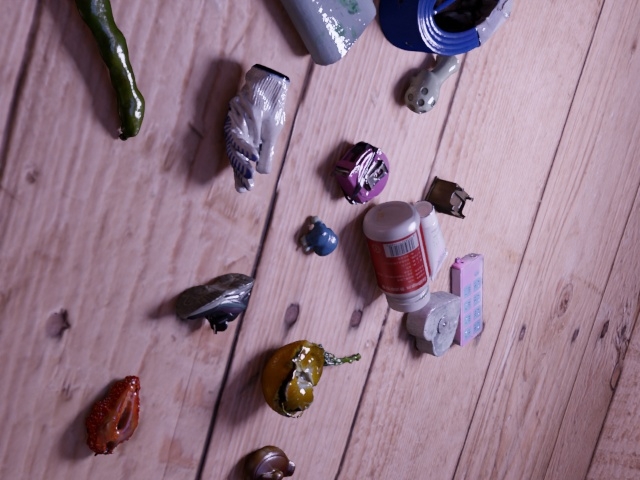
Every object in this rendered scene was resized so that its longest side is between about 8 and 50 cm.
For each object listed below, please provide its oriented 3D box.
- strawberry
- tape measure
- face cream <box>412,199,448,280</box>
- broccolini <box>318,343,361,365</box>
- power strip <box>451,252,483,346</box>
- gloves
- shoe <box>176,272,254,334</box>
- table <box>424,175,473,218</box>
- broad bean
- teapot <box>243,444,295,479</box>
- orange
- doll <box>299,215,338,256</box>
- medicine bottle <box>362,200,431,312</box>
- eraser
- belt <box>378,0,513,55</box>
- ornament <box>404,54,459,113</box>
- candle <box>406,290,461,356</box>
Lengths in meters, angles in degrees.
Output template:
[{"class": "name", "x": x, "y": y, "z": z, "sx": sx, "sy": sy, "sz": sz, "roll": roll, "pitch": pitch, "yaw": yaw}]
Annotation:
[{"class": "strawberry", "x": -0.353, "y": 0.309, "z": 1.274, "sx": 0.104, "sy": 0.048, "sz": 0.152, "roll": 24, "pitch": 90, "yaw": -52}, {"class": "tape measure", "x": 0.088, "y": -0.141, "z": 1.547, "sx": 0.125, "sy": 0.074, "sz": 0.118, "roll": -53, "pitch": 137, "yaw": -15}, {"class": "face cream", "x": 0.276, "y": -0.002, "z": 1.823, "sx": 0.092, "sy": 0.058, "sz": 0.243, "roll": -54, "pitch": 143, "yaw": -23}, {"class": "broccolini", "x": 0.046, "y": 0.277, "z": 1.686, "sx": 0.194, "sy": 0.052, "sz": 0.054, "roll": 16, "pitch": 97, "yaw": -49}, {"class": "power strip", "x": 0.411, "y": 0.166, "z": 2.043, "sx": 0.109, "sy": 0.038, "sz": 0.278, "roll": -28, "pitch": 124, "yaw": -37}, {"class": "gloves", "x": -0.116, "y": -0.195, "z": 1.292, "sx": 0.119, "sy": 0.097, "sz": 0.229, "roll": 10, "pitch": 93, "yaw": -44}, {"class": "shoe", "x": -0.192, "y": 0.128, "z": 1.361, "sx": 0.169, "sy": 0.071, "sz": 0.099, "roll": -24, "pitch": 125, "yaw": -43}, {"class": "table", "x": 0.322, "y": -0.103, "z": 1.807, "sx": 0.083, "sy": 0.082, "sz": 0.070, "roll": 33, "pitch": 81, "yaw": -49}, {"class": "broad bean", "x": -0.310, "y": -0.269, "z": 1.092, "sx": 0.053, "sy": 0.052, "sz": 0.256, "roll": -9, "pitch": 123, "yaw": 1}, {"class": "teapot", "x": -0.108, "y": 0.500, "z": 1.587, "sx": 0.129, "sy": 0.078, "sz": 0.098, "roll": 18, "pitch": 92, "yaw": -49}, {"class": "orange", "x": -0.063, "y": 0.285, "z": 1.529, "sx": 0.170, "sy": 0.112, "sz": 0.160, "roll": 5, "pitch": 90, "yaw": -72}, {"class": "doll", "x": 0.000, "y": 0.000, "z": 1.530, "sx": 0.076, "sy": 0.050, "sz": 0.083, "roll": -57, "pitch": 139, "yaw": -8}, {"class": "medicine bottle", "x": 0.181, "y": 0.039, "z": 1.676, "sx": 0.131, "sy": 0.131, "sz": 0.250, "roll": -40, "pitch": 132, "yaw": -30}, {"class": "eraser", "x": 0.002, "y": -0.460, "z": 1.324, "sx": 0.174, "sy": 0.081, "sz": 0.227, "roll": -52, "pitch": 135, "yaw": -17}, {"class": "belt", "x": 0.281, "y": -0.515, "z": 1.573, "sx": 0.347, "sy": 0.117, "sz": 0.212, "roll": -32, "pitch": 125, "yaw": -34}, {"class": "ornament", "x": 0.244, "y": -0.351, "z": 1.636, "sx": 0.081, "sy": 0.075, "sz": 0.156, "roll": 39, "pitch": 70, "yaw": -3}, {"class": "candle", "x": 0.304, "y": 0.207, "z": 1.924, "sx": 0.168, "sy": 0.068, "sz": 0.192, "roll": -55, "pitch": 140, "yaw": -18}]
